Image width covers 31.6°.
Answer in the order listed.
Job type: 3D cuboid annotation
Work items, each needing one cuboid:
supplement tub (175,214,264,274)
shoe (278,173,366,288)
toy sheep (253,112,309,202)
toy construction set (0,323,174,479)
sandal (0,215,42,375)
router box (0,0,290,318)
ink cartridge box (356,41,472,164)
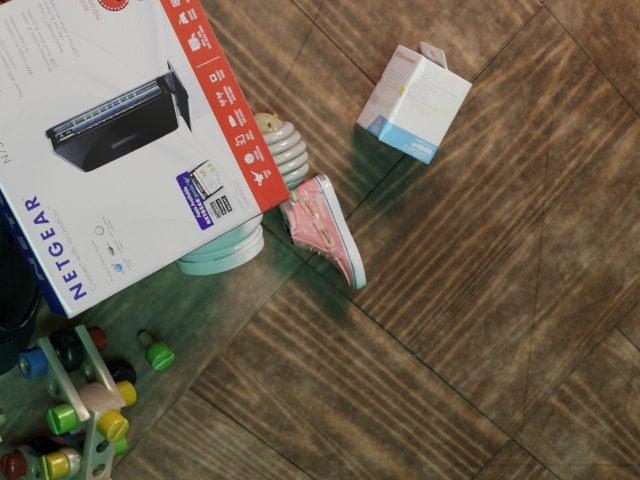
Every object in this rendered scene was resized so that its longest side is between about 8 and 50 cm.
[{"bbox_3d":[-0.156,-0.071,1.468,0.144,0.144,0.200,-20,115,-11],"label":"supplement tub"},{"bbox_3d":[0.000,0.000,1.598,0.081,0.063,0.178,-24,110,-7],"label":"shoe"},{"bbox_3d":[-0.059,-0.111,1.522,0.091,0.091,0.132,-26,111,-8],"label":"toy sheep"},{"bbox_3d":[-0.320,0.262,1.432,0.257,0.237,0.309,-54,145,12],"label":"toy construction set"},{"bbox_3d":[-0.408,0.013,1.372,0.167,0.107,0.446,-21,134,-36],"label":"sandal"},{"bbox_3d":[-0.237,-0.128,1.280,0.301,0.082,0.335,-31,103,-23],"label":"router box"},{"bbox_3d":[0.132,-0.195,1.550,0.090,0.092,0.143,25,101,-26],"label":"ink cartridge box"}]
